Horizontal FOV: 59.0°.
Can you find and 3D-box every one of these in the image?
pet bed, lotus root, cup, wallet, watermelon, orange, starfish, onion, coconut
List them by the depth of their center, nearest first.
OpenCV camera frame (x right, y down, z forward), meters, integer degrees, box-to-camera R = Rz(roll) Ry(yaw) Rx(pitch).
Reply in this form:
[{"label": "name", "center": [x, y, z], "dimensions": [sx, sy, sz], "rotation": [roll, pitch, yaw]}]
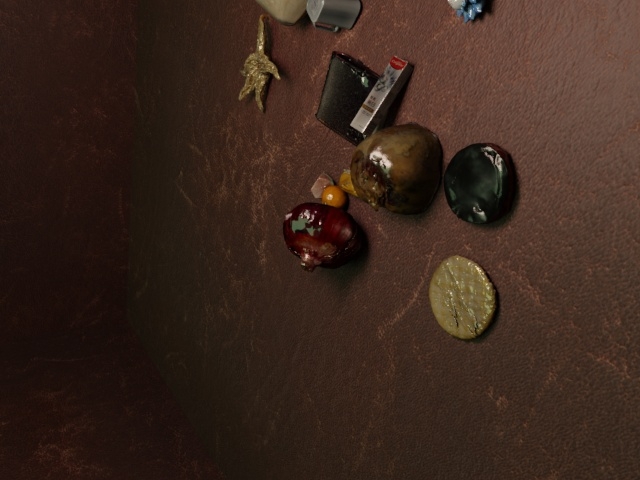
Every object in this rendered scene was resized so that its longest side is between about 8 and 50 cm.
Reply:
[{"label": "pet bed", "center": [0.375, -0.133, 1.349], "dimensions": [0.201, 0.054, 0.201], "rotation": [12, 105, 52]}, {"label": "lotus root", "center": [0.181, -0.183, 1.510], "dimensions": [0.272, 0.192, 0.272], "rotation": [21, 118, 45]}, {"label": "cup", "center": [0.032, -0.669, 1.652], "dimensions": [0.128, 0.130, 0.095], "rotation": [-54, 47, 48]}, {"label": "wallet", "center": [0.094, -0.407, 1.672], "dimensions": [0.262, 0.071, 0.220], "rotation": [43, 129, 32]}, {"label": "onion", "center": [0.000, 0.000, 1.726], "dimensions": [0.252, 0.252, 0.219], "rotation": [-31, 29, 52]}, {"label": "coconut", "center": [-0.104, -0.782, 1.755], "dimensions": [0.202, 0.202, 0.221], "rotation": [8, 98, 53]}, {"label": "orange", "center": [0.042, -0.132, 1.781], "dimensions": [0.083, 0.084, 0.083], "rotation": [15, 109, 52]}, {"label": "watermelon", "center": [0.002, -0.178, 1.839], "dimensions": [0.092, 0.072, 0.084], "rotation": [34, 106, 51]}, {"label": "starfish", "center": [-0.216, -0.597, 2.043], "dimensions": [0.293, 0.084, 0.301], "rotation": [-51, 53, 50]}]

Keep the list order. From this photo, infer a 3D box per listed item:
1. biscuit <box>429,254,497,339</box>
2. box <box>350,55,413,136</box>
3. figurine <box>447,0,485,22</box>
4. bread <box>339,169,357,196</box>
[{"label": "biscuit", "center": [0.358, 0.146, 1.445], "dimensions": [0.220, 0.033, 0.219], "rotation": [13, 106, 52]}, {"label": "box", "center": [0.165, -0.386, 1.524], "dimensions": [0.055, 0.040, 0.218], "rotation": [41, 104, 35]}, {"label": "figurine", "center": [0.336, -0.551, 1.295], "dimensions": [0.114, 0.079, 0.114], "rotation": [162, 90, -79]}, {"label": "bread", "center": [0.099, -0.174, 1.719], "dimensions": [0.106, 0.053, 0.072], "rotation": [30, 117, 54]}]
